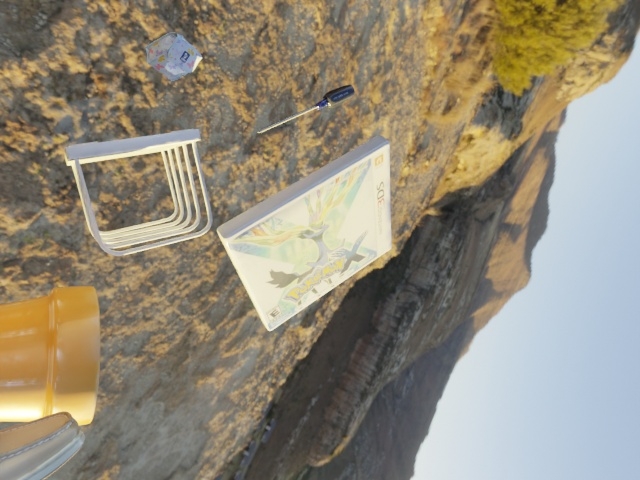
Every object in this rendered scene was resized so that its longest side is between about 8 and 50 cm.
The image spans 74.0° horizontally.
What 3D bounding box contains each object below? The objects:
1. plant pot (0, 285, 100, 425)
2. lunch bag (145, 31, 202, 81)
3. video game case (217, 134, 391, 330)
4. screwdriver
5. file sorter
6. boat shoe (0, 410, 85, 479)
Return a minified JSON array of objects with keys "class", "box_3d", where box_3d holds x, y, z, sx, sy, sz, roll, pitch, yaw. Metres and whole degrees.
[{"class":"plant pot","box_3d":[-0.432,0.169,0.605,0.187,0.205,0.205,3,114,-34]},{"class":"lunch bag","box_3d":[-0.285,-0.360,0.830,0.071,0.083,0.053,29,44,-64]},{"class":"video game case","box_3d":[0.000,0.000,0.799,0.329,0.036,0.300,-32,142,-16]},{"class":"screwdriver","box_3d":[-0.018,-0.185,0.614,0.169,0.024,0.025,-34,141,-19]},{"class":"file sorter","box_3d":[-0.334,-0.091,0.772,0.192,0.277,0.173,-16,105,-28]},{"class":"boat shoe","box_3d":[-0.227,0.131,0.240,0.170,0.063,0.059,-10,90,-52]}]
